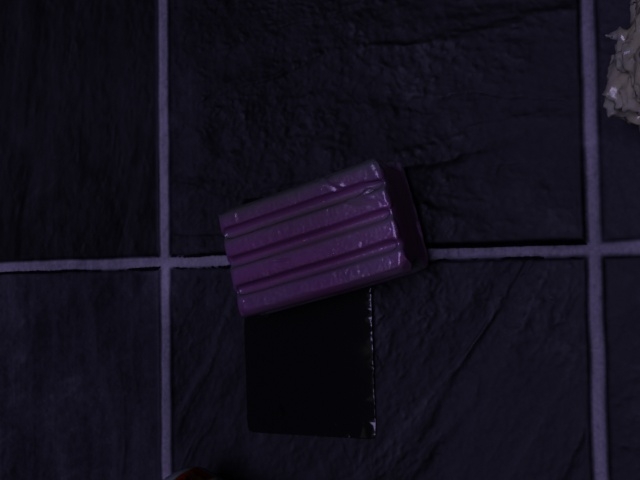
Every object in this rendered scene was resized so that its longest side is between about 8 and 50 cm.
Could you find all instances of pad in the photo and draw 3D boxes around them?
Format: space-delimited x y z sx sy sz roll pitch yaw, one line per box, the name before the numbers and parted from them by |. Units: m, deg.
pad | -0.014 0.081 1.076 0.160 0.009 0.264 -2 89 26

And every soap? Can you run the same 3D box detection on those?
soap | 0.000 0.000 1.027 0.203 0.065 0.122 -17 83 26

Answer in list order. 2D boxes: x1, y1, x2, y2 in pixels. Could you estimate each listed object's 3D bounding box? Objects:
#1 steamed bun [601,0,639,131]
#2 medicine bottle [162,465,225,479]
steamed bun | 0.345 -0.211 0.762 0.274 0.272 0.290 14 98 26
medicine bottle | -0.080 0.341 1.024 0.226 0.139 0.139 23 98 26
